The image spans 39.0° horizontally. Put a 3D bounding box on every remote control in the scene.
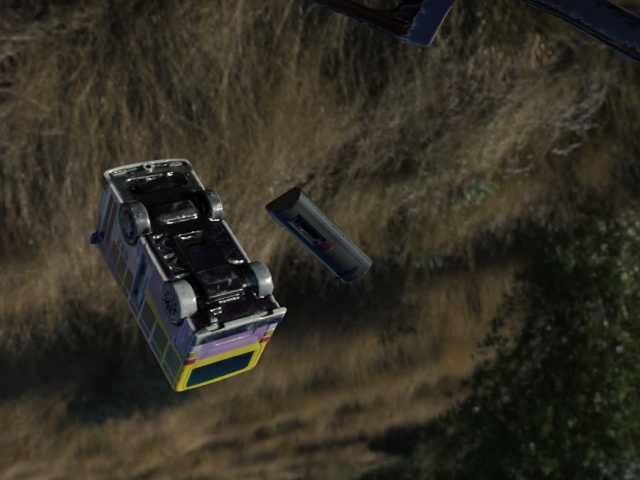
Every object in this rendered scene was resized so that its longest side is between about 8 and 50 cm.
[{"bbox_3d":[0.000,0.000,0.630,0.034,0.016,0.091,-32,126,21],"label":"remote control"}]

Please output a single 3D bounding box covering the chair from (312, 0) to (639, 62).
[{"bbox_3d":[0.129,-0.222,0.637,0.327,0.175,0.183,28,163,-4],"label":"chair"}]

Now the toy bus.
[{"bbox_3d":[-0.065,0.014,0.425,0.052,0.102,0.058,-13,145,-35],"label":"toy bus"}]
